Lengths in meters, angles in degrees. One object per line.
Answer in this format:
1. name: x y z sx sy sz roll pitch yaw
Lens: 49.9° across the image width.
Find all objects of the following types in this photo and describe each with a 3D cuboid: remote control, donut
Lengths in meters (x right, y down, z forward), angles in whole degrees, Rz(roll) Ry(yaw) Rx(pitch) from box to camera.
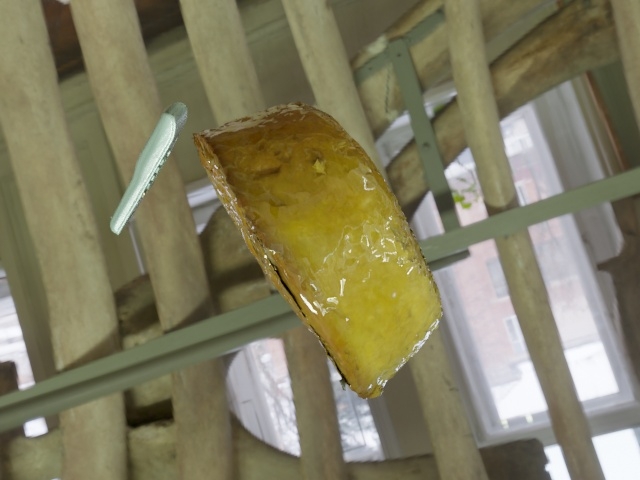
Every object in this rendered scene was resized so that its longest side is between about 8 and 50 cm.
1. remote control: -0.199 -0.083 0.788 0.162 0.029 0.061 -54 -169 22
2. donut: 0.001 0.001 0.583 0.108 0.278 0.277 -31 175 -7
